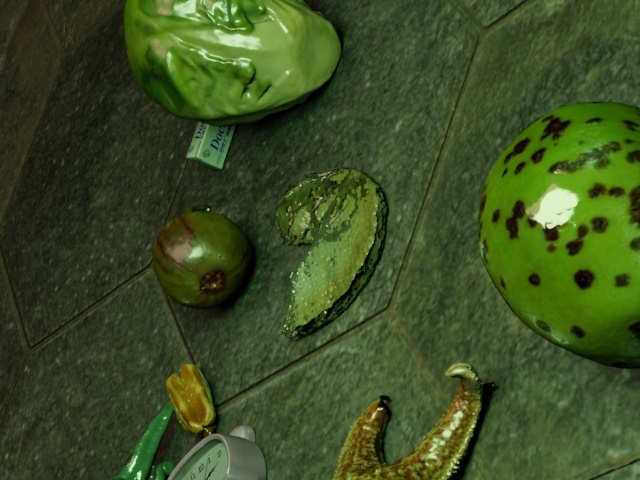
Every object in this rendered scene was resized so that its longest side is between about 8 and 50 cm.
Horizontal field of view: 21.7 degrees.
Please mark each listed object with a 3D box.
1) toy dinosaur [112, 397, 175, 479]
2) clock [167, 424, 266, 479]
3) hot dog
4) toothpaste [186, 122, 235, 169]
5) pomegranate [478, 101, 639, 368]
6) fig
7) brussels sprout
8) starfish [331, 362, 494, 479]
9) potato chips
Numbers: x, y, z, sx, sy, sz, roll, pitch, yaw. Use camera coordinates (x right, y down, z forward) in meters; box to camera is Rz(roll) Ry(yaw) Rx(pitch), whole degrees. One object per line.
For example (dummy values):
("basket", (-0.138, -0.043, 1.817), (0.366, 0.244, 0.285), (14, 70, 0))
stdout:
("toy dinosaur", (-0.219, 0.318, 2.034), (0.120, 0.079, 0.292), (5, 71, 55))
("clock", (-0.131, 0.281, 1.950), (0.153, 0.050, 0.110), (-46, 37, 28))
("hot dog", (-0.155, 0.201, 2.054), (0.056, 0.041, 0.133), (-38, 36, 4))
("toothpaste", (-0.132, -0.179, 2.260), (0.034, 0.046, 0.164), (4, 72, 53))
("pomegranate", (0.268, -0.037, 1.426), (0.286, 0.231, 0.231), (-53, 33, 1))
("fig", (-0.154, -0.005, 2.131), (0.124, 0.124, 0.236), (-53, 22, 20))
("brussels sprout", (-0.115, -0.251, 2.123), (0.271, 0.210, 0.220), (14, 108, 27))
("starfish", (0.066, 0.248, 1.607), (0.303, 0.113, 0.312), (-44, 28, -17))
("potato chips", (0.003, 0.002, 1.965), (0.202, 0.029, 0.220), (-52, 37, 20))
